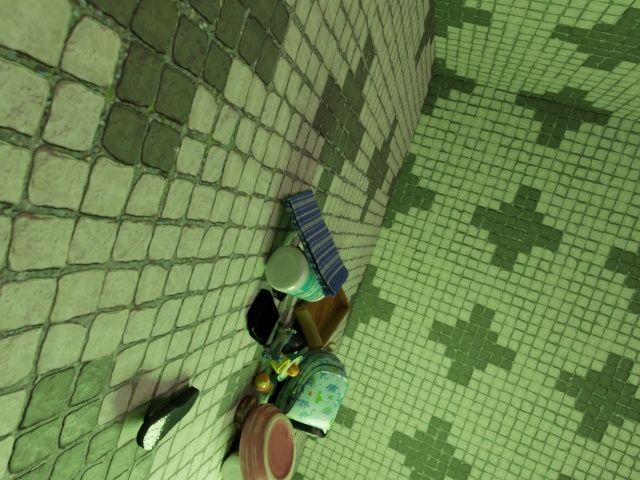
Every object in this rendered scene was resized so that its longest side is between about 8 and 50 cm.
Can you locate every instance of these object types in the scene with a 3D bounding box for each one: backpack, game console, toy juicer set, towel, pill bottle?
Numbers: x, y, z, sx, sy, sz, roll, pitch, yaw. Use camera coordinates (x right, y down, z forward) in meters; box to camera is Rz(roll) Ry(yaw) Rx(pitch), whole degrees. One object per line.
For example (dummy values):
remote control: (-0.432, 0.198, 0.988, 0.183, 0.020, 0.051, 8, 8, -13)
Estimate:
backpack: (-0.023, 0.663, 1.823, 0.356, 0.290, 0.273, -66, -167, -13)
game console: (-0.146, 0.174, 1.430, 0.213, 0.044, 0.361, 84, 29, -60)
toy juicer set: (-0.151, 0.545, 1.694, 0.209, 0.089, 0.329, -51, 159, 4)
towel: (0.000, 0.000, 1.340, 0.336, 0.040, 0.243, 67, 21, -5)
pill bottle: (-0.265, 0.867, 1.677, 0.278, 0.162, 0.162, -30, 138, -69)
pill bottle: (-0.053, 0.118, 1.360, 0.264, 0.146, 0.146, 31, 78, -56)

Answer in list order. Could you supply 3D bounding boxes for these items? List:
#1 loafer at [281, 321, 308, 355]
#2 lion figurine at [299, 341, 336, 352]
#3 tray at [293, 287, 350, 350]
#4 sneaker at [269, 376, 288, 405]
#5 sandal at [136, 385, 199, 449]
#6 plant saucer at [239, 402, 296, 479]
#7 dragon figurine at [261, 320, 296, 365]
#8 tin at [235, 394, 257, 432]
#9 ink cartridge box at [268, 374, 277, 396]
loafer: (-0.097, 0.444, 1.885, 0.095, 0.109, 0.302, -57, 162, 16)
lion figurine: (-0.047, 0.574, 2.060, 0.240, 0.142, 0.392, -41, 162, -1)
tray: (0.018, 0.324, 1.960, 0.203, 0.076, 0.411, 68, 26, -8)
sneaker: (-0.193, 0.736, 1.923, 0.121, 0.079, 0.217, -20, 126, -66)
sandal: (-0.362, 0.405, 0.963, 0.097, 0.054, 0.254, -62, 174, -3)
plant saucer: (-0.185, 0.798, 1.580, 0.332, 0.084, 0.332, -14, 90, -69)
dragon figurine: (-0.158, 0.380, 1.530, 0.144, 0.085, 0.289, -59, 180, -13)
tin: (-0.285, 0.670, 1.593, 0.106, 0.040, 0.190, -51, 156, -41)
ink cartridge box: (-0.214, 0.641, 1.820, 0.048, 0.028, 0.083, -35, 142, -65)
